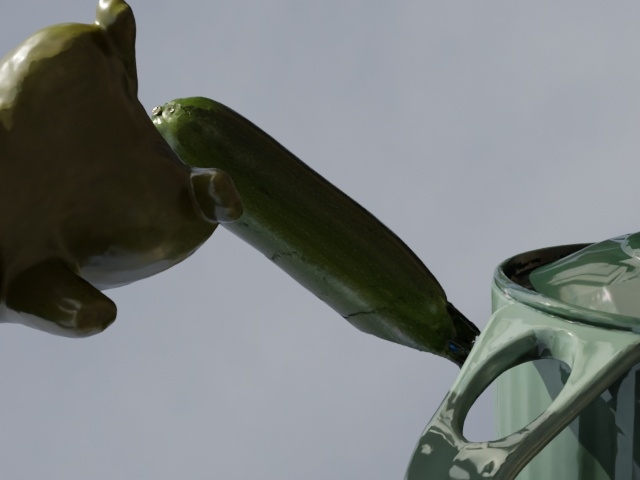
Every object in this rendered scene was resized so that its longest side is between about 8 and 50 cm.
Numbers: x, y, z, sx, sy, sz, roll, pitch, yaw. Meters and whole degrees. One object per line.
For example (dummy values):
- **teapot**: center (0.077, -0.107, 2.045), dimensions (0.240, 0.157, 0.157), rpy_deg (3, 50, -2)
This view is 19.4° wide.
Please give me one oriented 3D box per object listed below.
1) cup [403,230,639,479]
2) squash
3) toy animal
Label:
- **cup**: center (0.221, 0.195, 1.265), dimensions (0.401, 0.310, 0.392), rpy_deg (1, -80, -12)
- **squash**: center (0.001, -0.001, 1.477), dimensions (0.331, 0.087, 0.087), rpy_deg (37, -138, -4)
- **toy animal**: center (-0.219, -0.001, 1.117), dimensions (0.363, 0.180, 0.181), rpy_deg (-34, -85, -43)
